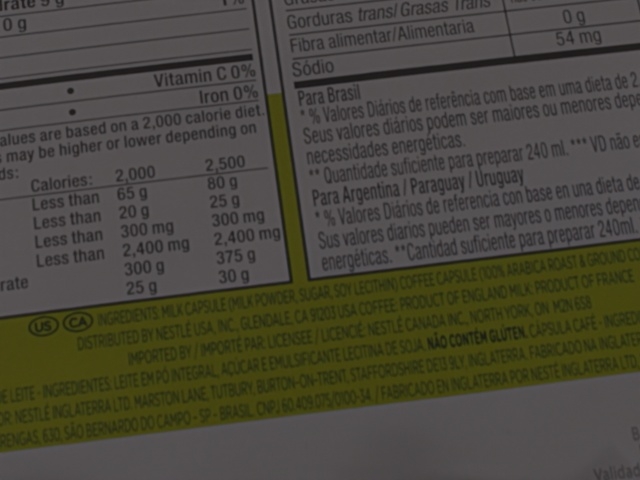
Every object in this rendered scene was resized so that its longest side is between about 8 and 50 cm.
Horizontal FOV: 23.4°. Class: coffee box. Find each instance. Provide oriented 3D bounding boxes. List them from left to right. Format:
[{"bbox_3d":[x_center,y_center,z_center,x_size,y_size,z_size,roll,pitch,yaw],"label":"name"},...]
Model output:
[{"bbox_3d":[0.000,0.000,0.695,0.338,0.337,0.334,-8,-111,-3],"label":"coffee box"}]
